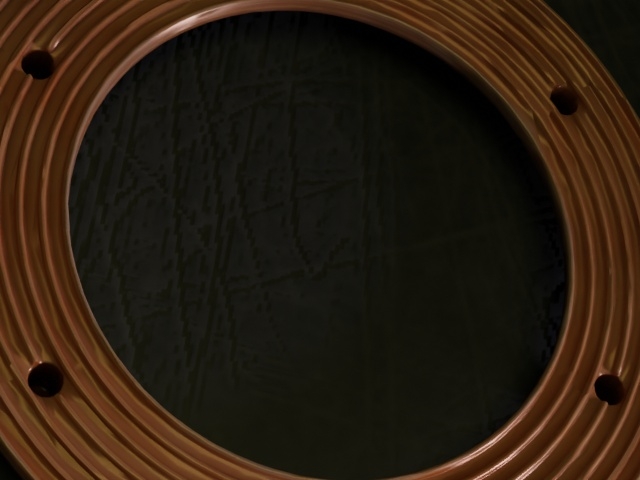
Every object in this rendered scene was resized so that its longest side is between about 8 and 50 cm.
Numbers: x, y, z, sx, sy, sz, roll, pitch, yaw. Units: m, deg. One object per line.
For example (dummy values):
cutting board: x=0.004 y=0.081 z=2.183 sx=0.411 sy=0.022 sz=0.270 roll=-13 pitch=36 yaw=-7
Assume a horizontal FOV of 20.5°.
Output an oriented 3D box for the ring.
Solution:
ring: x=0.000 y=0.000 z=0.751 sx=0.336 sy=0.032 sz=0.336 roll=8 pitch=63 yaw=-15
